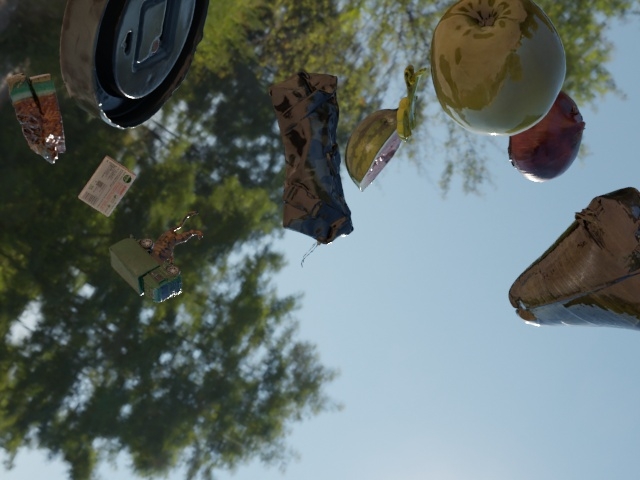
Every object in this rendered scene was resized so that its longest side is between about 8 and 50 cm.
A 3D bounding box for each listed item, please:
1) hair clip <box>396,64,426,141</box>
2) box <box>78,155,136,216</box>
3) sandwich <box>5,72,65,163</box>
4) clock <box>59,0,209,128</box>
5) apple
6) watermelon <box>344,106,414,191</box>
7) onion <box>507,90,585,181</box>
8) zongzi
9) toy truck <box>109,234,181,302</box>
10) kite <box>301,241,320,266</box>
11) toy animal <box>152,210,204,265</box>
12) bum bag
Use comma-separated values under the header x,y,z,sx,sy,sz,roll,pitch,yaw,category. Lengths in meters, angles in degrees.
x,y,z,sx,sy,sz,roll,pitch,yaw,category
0.198,-0.302,1.729,0.072,0.046,0.173,-53,154,-52,hair clip
-0.523,-0.134,1.897,0.125,0.089,0.043,-53,-162,3,box
-0.696,-0.317,1.917,0.109,0.212,0.292,-20,162,-16,sandwich
-0.266,-0.327,1.156,0.325,0.067,0.325,-62,170,-19,clock
0.326,-0.327,1.430,0.262,0.262,0.262,-46,-158,25,apple
0.150,-0.294,2.355,0.303,0.128,0.159,-56,163,19,watermelon
0.581,-0.269,1.980,0.248,0.248,0.161,-53,-149,7,onion
0.645,0.163,1.681,0.208,0.432,0.403,-19,156,-37,zongzi
-0.337,0.056,1.509,0.079,0.147,0.065,-34,150,-32,toy truck
-0.003,-0.002,2.370,0.229,0.016,0.127,-52,-171,32,kite
-0.440,0.012,2.249,0.114,0.116,0.255,-9,-133,51,toy animal
-0.019,-0.160,1.502,0.095,0.144,0.340,-171,-105,-74,bum bag
